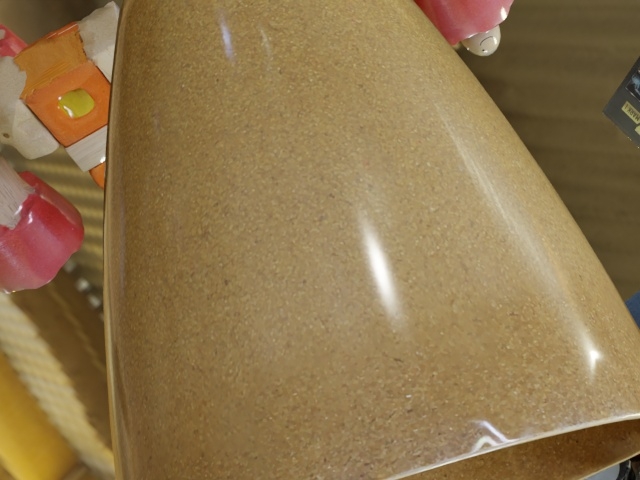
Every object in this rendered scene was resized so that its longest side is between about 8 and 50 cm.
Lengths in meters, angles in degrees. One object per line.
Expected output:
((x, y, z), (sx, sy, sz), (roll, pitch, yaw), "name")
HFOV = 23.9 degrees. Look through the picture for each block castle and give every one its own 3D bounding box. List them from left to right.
((-0.098, -0.174, 1.153), (0.213, 0.453, 0.303), (55, 8, -42), "block castle")

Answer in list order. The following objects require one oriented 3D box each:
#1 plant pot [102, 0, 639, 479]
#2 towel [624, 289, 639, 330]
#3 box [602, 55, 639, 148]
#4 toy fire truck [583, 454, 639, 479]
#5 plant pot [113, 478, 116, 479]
((0.000, 0.000, 0.661), (0.237, 0.237, 0.254), (126, -51, -61), "plant pot")
((0.181, 0.061, 0.788), (0.029, 0.067, 0.119), (55, -2, -17), "towel")
((0.443, -0.144, 1.672), (0.232, 0.059, 0.183), (52, -57, 36), "box")
((0.241, 0.132, 1.226), (0.217, 0.246, 0.158), (-3, -46, 30), "toy fire truck")
((-0.023, 0.247, 1.065), (0.275, 0.274, 0.294), (11, -5, 43), "plant pot")
